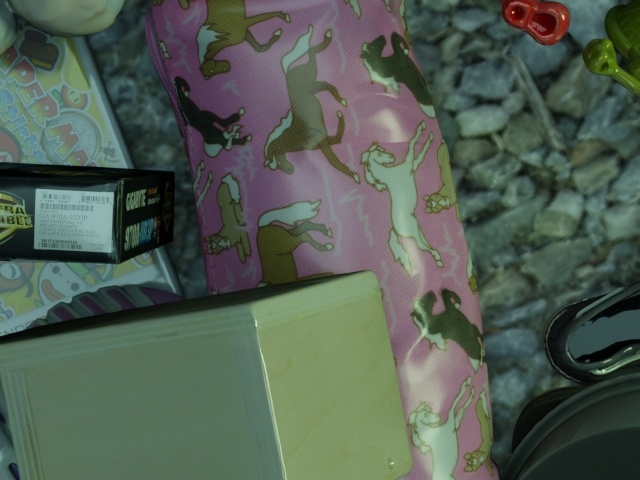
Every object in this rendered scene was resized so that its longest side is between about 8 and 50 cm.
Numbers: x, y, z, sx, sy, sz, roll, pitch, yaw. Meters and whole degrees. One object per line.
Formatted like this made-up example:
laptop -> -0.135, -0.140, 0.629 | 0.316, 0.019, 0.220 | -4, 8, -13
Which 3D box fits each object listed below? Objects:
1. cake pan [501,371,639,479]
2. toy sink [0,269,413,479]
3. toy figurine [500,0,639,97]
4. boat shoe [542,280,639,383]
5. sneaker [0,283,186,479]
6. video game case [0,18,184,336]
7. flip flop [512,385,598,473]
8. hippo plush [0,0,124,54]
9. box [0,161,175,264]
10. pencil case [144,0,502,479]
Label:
cake pan -> 0.224, 0.227, 1.230 | 0.293, 0.054, 0.293 | 7, 105, 28
toy sink -> -0.089, 0.105, 1.142 | 0.234, 0.153, 0.131 | -10, 91, 27
toy figurine -> 0.174, -0.234, 1.201 | 0.362, 0.191, 0.217 | 30, 107, -1
boat shoe -> 0.245, 0.048, 1.285 | 0.206, 0.065, 0.075 | -16, 89, 4
sneaker -> -0.175, 0.119, 1.302 | 0.236, 0.104, 0.095 | -33, 64, -8
video game case -> -0.225, -0.028, 1.335 | 0.206, 0.026, 0.227 | -21, 89, 3
flip flop -> 0.262, 0.149, 1.286 | 0.277, 0.080, 0.112 | 8, 97, 19
hippo plush -> -0.203, -0.265, 1.190 | 0.294, 0.236, 0.234 | -23, 53, 6
box -> -0.188, -0.020, 1.210 | 0.175, 0.220, 0.051 | 3, 94, 4
pencil case -> 0.000, 0.000, 1.258 | 0.160, 0.167, 0.386 | -10, 90, 48
